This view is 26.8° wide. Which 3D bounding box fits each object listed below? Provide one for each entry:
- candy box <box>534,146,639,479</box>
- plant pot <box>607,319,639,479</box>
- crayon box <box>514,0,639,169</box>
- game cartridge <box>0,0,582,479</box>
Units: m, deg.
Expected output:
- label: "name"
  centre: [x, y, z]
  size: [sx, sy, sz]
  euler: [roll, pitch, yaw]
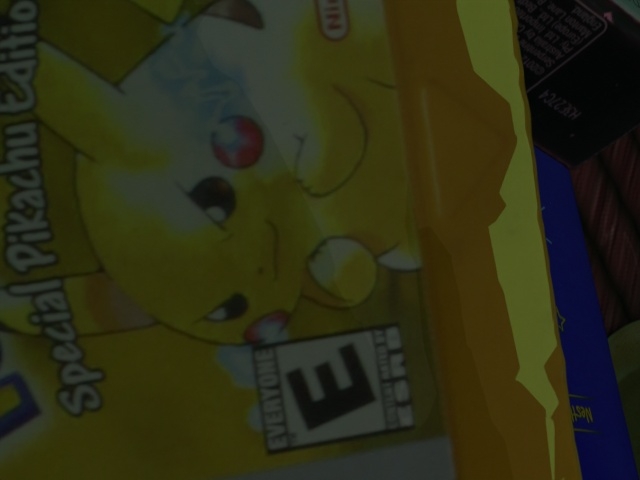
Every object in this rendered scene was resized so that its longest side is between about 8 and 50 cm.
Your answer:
- label: "candy box"
  centre: [0.000, 0.000, 0.599]
  size: [0.268, 0.122, 0.317]
  euler: [12, 61, -44]
- label: "plant pot"
  centre: [0.267, 0.135, 0.811]
  size: [0.236, 0.032, 0.236]
  euler: [12, 36, -9]
- label: "crayon box"
  centre: [0.054, -0.205, 0.622]
  size: [0.202, 0.081, 0.318]
  euler: [28, 41, -30]
- label: "game cartridge"
  centre: [-0.093, -0.008, 0.392]
  size: [0.324, 0.053, 0.285]
  euler: [-8, 89, -15]
